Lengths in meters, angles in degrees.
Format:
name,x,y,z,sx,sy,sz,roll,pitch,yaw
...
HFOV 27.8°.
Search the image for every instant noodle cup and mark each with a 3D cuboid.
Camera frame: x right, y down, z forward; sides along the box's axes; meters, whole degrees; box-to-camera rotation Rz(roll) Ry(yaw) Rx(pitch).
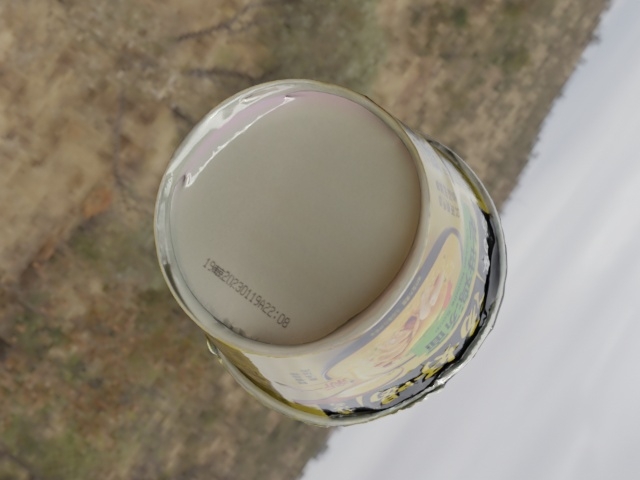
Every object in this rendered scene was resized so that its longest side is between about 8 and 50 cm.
name,x,y,z,sx,sy,sz,roll,pitch,yaw
instant noodle cup,0.000,0.000,0.563,0.151,0.151,0.122,-54,161,-4
